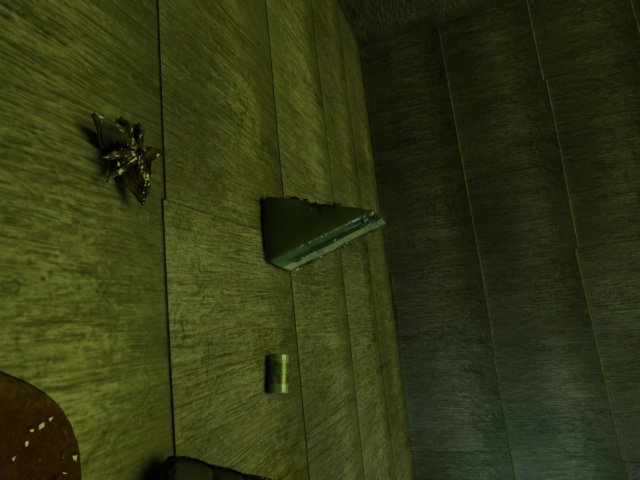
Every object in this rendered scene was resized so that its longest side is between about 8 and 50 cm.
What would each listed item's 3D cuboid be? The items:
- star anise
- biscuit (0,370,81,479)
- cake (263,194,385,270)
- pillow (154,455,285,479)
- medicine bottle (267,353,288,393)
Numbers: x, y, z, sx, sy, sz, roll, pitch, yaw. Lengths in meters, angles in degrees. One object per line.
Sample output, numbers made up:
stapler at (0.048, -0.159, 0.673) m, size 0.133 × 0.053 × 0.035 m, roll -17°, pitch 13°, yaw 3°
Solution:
star anise at (-0.276, -0.129, 0.614) m, size 0.129 × 0.056 × 0.124 m, roll 60°, pitch 28°, yaw -48°
biscuit at (-0.306, 0.284, 0.316) m, size 0.314 × 0.063 × 0.367 m, roll 64°, pitch 26°, yaw -51°
cake at (0.006, -0.001, 1.077) m, size 0.158 × 0.284 × 0.172 m, roll 24°, pitch 75°, yaw -68°
pillow at (-0.132, 0.449, 0.524) m, size 0.228 × 0.101 × 0.326 m, roll 24°, pitch 44°, yaw -18°
medicine bottle at (-0.094, 0.296, 0.969) m, size 0.047 × 0.047 × 0.083 m, roll 45°, pitch 41°, yaw -61°
